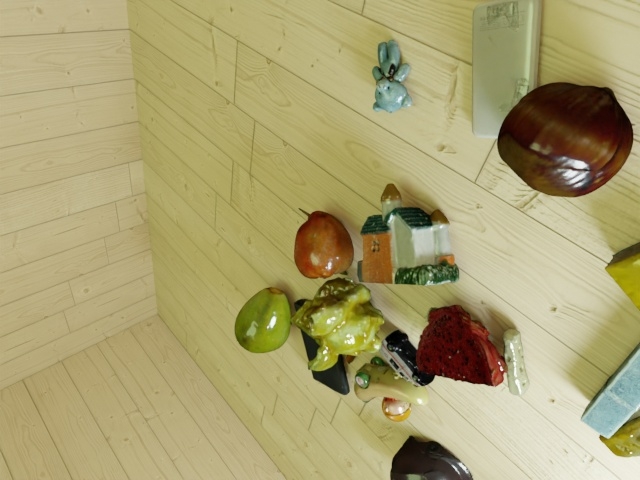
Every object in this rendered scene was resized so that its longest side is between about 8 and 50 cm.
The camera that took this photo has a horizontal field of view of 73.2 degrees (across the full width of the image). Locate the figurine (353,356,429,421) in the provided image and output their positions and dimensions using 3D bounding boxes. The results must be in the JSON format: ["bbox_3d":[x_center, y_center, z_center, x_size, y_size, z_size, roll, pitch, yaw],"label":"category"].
[{"bbox_3d":[0.254,0.562,1.581,0.325,0.124,0.222,-5,107,47],"label":"figurine"}]

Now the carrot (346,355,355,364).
[{"bbox_3d":[0.128,0.446,1.733,0.035,0.035,0.142,34,127,32],"label":"carrot"}]

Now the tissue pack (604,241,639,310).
[{"bbox_3d":[0.670,0.084,0.842,0.169,0.082,0.120,56,141,10],"label":"tissue pack"}]

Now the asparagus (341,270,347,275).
[{"bbox_3d":[0.013,0.066,1.646,0.236,0.027,0.034,35,124,31],"label":"asparagus"}]

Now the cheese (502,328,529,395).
[{"bbox_3d":[0.528,0.332,1.170,0.043,0.065,0.194,9,119,55],"label":"cheese"}]

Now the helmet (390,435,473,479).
[{"bbox_3d":[0.381,0.868,1.570,0.305,0.177,0.225,-9,102,53],"label":"helmet"}]

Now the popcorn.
[{"bbox_3d":[0.060,0.306,1.504,0.290,0.325,0.321,21,155,-12],"label":"popcorn"}]

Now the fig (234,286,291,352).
[{"bbox_3d":[-0.254,0.356,1.956,0.258,0.258,0.326,38,123,30],"label":"fig"}]

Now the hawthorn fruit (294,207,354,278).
[{"bbox_3d":[0.000,0.000,1.483,0.210,0.211,0.262,-23,85,53],"label":"hawthorn fruit"}]

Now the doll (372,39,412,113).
[{"bbox_3d":[0.176,-0.425,1.127,0.120,0.075,0.179,6,116,44],"label":"doll"}]

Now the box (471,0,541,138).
[{"bbox_3d":[0.396,-0.364,0.933,0.142,0.044,0.285,18,124,46],"label":"box"}]

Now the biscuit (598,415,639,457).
[{"bbox_3d":[0.779,0.492,0.991,0.183,0.039,0.174,44,137,25],"label":"biscuit"}]

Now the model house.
[{"bbox_3d":[0.245,-0.016,1.241,0.271,0.190,0.300,-4,93,54],"label":"model house"}]

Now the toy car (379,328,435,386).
[{"bbox_3d":[0.292,0.413,1.475,0.209,0.089,0.108,48,141,22],"label":"toy car"}]

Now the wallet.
[{"bbox_3d":[0.008,0.455,1.856,0.228,0.062,0.406,8,118,47],"label":"wallet"}]

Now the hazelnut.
[{"bbox_3d":[0.473,-0.194,0.828,0.229,0.229,0.229,27,130,38],"label":"hazelnut"}]

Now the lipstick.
[{"bbox_3d":[0.692,0.325,0.963,0.077,0.076,0.289,36,135,33],"label":"lipstick"}]

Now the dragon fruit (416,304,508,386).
[{"bbox_3d":[0.414,0.281,1.225,0.317,0.152,0.205,163,100,-66],"label":"dragon fruit"}]
